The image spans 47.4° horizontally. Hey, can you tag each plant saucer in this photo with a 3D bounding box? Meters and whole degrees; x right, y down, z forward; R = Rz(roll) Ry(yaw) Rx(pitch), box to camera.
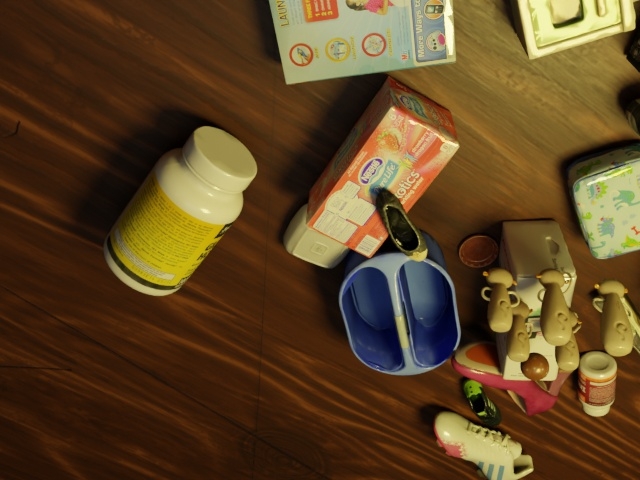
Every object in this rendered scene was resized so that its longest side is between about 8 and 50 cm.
[{"bbox_3d":[0.341,0.021,1.572,0.084,0.013,0.083,1,126,1],"label":"plant saucer"}]

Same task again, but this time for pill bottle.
[{"bbox_3d":[-0.274,-0.058,1.441,0.188,0.188,0.334,32,121,-18],"label":"pill bottle"},{"bbox_3d":[0.659,0.345,1.739,0.086,0.086,0.152,-7,124,8],"label":"pill bottle"}]

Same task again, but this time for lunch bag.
[{"bbox_3d":[0.595,-0.076,1.444,0.176,0.090,0.219,-19,122,17],"label":"lunch bag"}]

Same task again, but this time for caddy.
[{"bbox_3d":[0.170,0.143,1.566,0.241,0.179,0.341,-10,124,8],"label":"caddy"}]

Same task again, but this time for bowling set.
[{"bbox_3d":[0.408,0.154,1.360,0.287,0.154,0.200,14,143,-6],"label":"bowling set"}]

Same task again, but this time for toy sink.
[{"bbox_3d":[0.433,-0.417,1.188,0.234,0.131,0.152,-14,124,12],"label":"toy sink"}]

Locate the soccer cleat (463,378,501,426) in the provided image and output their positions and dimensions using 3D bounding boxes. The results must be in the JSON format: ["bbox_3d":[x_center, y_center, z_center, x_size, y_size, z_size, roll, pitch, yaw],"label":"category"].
[{"bbox_3d":[0.401,0.415,1.809,0.060,0.072,0.179,-24,121,19],"label":"soccer cleat"}]

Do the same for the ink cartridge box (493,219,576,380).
[{"bbox_3d":[0.437,0.123,1.523,0.117,0.201,0.278,0,125,4],"label":"ink cartridge box"}]

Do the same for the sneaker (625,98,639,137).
[{"bbox_3d":[0.674,-0.195,1.359,0.272,0.108,0.100,21,118,-32],"label":"sneaker"}]

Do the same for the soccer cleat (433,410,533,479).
[{"bbox_3d":[0.418,0.514,1.853,0.143,0.116,0.331,-28,127,30],"label":"soccer cleat"}]

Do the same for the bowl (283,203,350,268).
[{"bbox_3d":[0.000,0.000,1.537,0.142,0.053,0.142,23,133,-14],"label":"bowl"}]

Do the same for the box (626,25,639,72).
[{"bbox_3d":[0.638,-0.373,1.190,0.142,0.163,0.247,8,125,-7],"label":"box"}]

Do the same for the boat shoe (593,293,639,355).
[{"bbox_3d":[0.685,0.192,1.640,0.073,0.080,0.223,-26,115,26],"label":"boat shoe"}]

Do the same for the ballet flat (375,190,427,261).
[{"bbox_3d":[0.149,-0.019,1.358,0.057,0.049,0.173,-25,123,19],"label":"ballet flat"}]

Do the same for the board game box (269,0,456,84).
[{"bbox_3d":[0.064,-0.436,1.221,0.302,0.086,0.308,-6,125,7],"label":"board game box"}]

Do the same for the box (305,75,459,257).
[{"bbox_3d":[0.110,-0.136,1.394,0.154,0.142,0.300,26,123,-16],"label":"box"}]

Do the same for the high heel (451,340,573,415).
[{"bbox_3d":[0.416,0.339,1.670,0.377,0.127,0.181,13,118,-30],"label":"high heel"}]
